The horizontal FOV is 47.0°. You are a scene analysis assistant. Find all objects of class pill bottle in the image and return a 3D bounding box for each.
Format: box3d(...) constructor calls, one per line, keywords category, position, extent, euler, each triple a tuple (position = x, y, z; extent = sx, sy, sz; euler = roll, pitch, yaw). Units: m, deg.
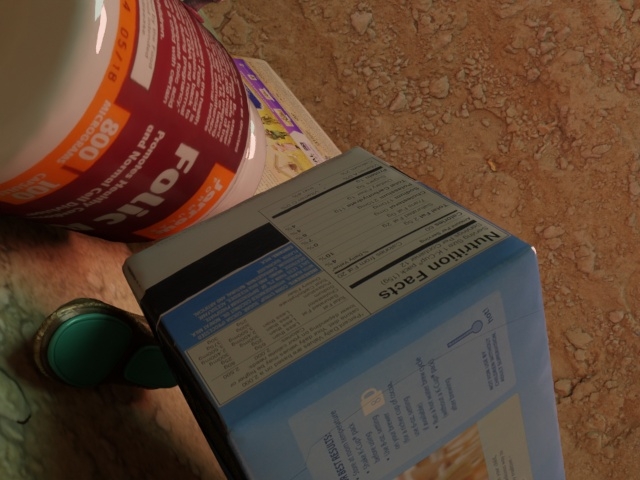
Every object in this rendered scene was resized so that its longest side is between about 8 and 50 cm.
box3d(category="pill bottle", position=(-0.189, -0.116, 0.620), extent=(0.224, 0.224, 0.392), euler=(61, 8, 12))

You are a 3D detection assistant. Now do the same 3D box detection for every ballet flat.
box3d(category="ballet flat", position=(-0.177, 0.082, 0.601), extent=(0.067, 0.073, 0.206), euler=(33, -7, 24))

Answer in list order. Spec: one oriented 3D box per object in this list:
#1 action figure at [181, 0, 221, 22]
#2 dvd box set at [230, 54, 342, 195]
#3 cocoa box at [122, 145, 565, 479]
box3d(category="action figure", position=(-0.302, -0.358, 1.212), extent=(0.370, 0.276, 0.248), euler=(78, 21, -47))
box3d(category="dvd box set", position=(-0.124, -0.143, 1.021), extent=(0.307, 0.062, 0.420), euler=(51, 28, 13))
box3d(category="cocoa box", position=(0.034, 0.145, 0.598), extent=(0.228, 0.231, 0.347), euler=(39, -27, 53))
